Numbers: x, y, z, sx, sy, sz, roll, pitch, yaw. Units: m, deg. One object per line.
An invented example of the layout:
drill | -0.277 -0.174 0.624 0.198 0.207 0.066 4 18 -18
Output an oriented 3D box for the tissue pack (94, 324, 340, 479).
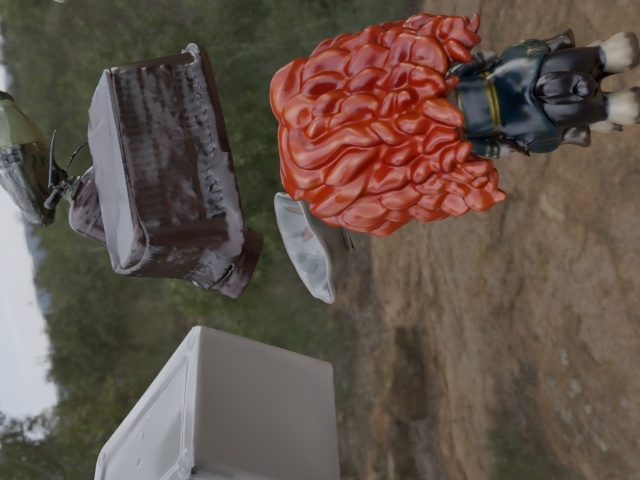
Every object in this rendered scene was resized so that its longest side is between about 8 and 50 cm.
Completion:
tissue pack | -0.105 0.216 0.803 0.246 0.136 0.159 -51 29 37

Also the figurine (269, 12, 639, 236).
figurine | 0.156 -0.146 0.999 0.306 0.412 0.241 31 134 58

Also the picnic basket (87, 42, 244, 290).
picnic basket | -0.201 -0.085 1.101 0.222 0.129 0.296 -40 61 58

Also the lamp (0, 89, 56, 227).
lamp | -0.510 -0.139 1.499 0.101 0.101 0.250 144 106 -72

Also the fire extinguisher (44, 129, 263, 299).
fire extinguisher | -0.252 -0.036 1.298 0.114 0.337 0.135 -29 40 63

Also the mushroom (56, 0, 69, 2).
mushroom | -0.378 -0.548 1.519 0.122 0.328 0.159 1 136 51

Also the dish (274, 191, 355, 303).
dish | 0.000 0.000 1.610 0.229 0.081 0.229 55 159 32
